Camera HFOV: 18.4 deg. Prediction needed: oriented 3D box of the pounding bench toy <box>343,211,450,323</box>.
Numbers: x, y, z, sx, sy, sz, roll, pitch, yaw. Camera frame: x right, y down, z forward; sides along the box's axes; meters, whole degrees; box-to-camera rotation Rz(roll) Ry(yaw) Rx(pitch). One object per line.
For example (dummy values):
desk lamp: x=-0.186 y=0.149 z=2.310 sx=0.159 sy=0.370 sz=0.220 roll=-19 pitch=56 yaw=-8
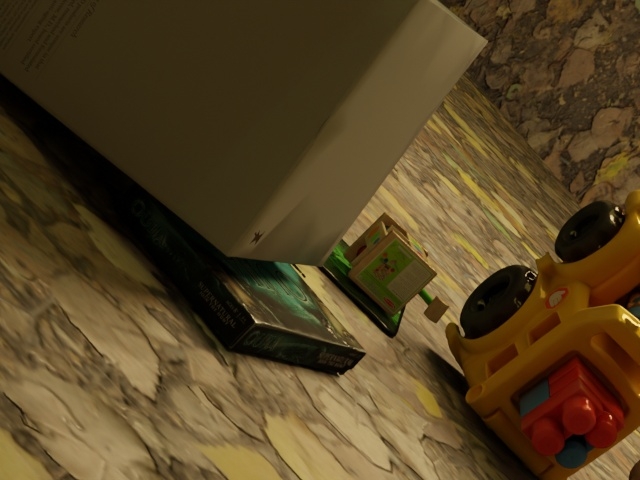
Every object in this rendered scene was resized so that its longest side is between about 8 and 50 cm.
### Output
pounding bench toy: x=0.067 y=0.028 z=1.618 sx=0.083 sy=0.052 sz=0.065 roll=43 pitch=10 yaw=-14

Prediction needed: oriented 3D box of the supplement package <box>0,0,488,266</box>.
supplement package: x=-0.068 y=-0.140 z=1.279 sx=0.262 sy=0.199 sz=0.198 roll=38 pitch=8 yaw=15

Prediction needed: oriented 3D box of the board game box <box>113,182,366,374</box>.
board game box: x=-0.048 y=0.027 z=1.290 sx=0.126 sy=0.026 sz=0.186 roll=49 pitch=11 yaw=21

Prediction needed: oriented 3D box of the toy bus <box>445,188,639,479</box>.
toy bus: x=0.219 y=0.091 z=1.576 sx=0.149 sy=0.220 sz=0.211 roll=47 pitch=16 yaw=-15

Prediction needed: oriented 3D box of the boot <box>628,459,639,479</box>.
boot: x=0.403 y=0.297 z=1.799 sx=0.305 sy=0.112 sz=0.115 roll=41 pitch=0 yaw=-9

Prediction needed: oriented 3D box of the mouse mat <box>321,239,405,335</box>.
mouse mat: x=0.000 y=0.000 z=1.635 sx=0.190 sy=0.007 sz=0.152 roll=45 pitch=10 yaw=-2
